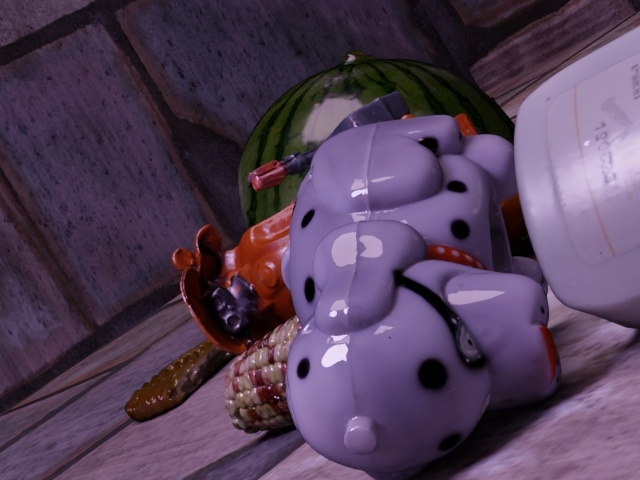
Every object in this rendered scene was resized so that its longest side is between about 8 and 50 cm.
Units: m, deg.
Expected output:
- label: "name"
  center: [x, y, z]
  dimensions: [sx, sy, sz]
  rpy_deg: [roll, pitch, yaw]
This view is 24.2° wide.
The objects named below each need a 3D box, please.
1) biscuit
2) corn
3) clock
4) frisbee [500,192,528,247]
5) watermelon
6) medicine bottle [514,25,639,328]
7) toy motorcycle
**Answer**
- label: "biscuit"
  center: [-0.160, 0.159, 1.811]
  dimensions: [0.176, 0.031, 0.228]
  rpy_deg: [-33, 4, -5]
- label: "corn"
  center: [0.015, 0.083, 1.163]
  dimensions: [0.253, 0.086, 0.086]
  rpy_deg: [-30, 5, 37]
- label: "clock"
  center: [0.052, 0.049, 0.905]
  dimensions: [0.188, 0.189, 0.254]
  rpy_deg: [-30, 18, 16]
- label: "frisbee"
  center: [0.137, 0.009, 1.362]
  dimensions: [0.192, 0.035, 0.192]
  rpy_deg: [-28, -11, -6]
- label: "watermelon"
  center: [0.065, -0.099, 1.552]
  dimensions: [0.330, 0.189, 0.331]
  rpy_deg: [-12, 21, 5]
- label: "medicine bottle"
  center: [0.251, -0.069, 0.806]
  dimensions: [0.111, 0.161, 0.296]
  rpy_deg: [17, -36, -42]
- label: "toy motorcycle"
  center: [0.000, 0.000, 1.258]
  dimensions: [0.221, 0.148, 0.325]
  rpy_deg: [-28, -10, -37]
